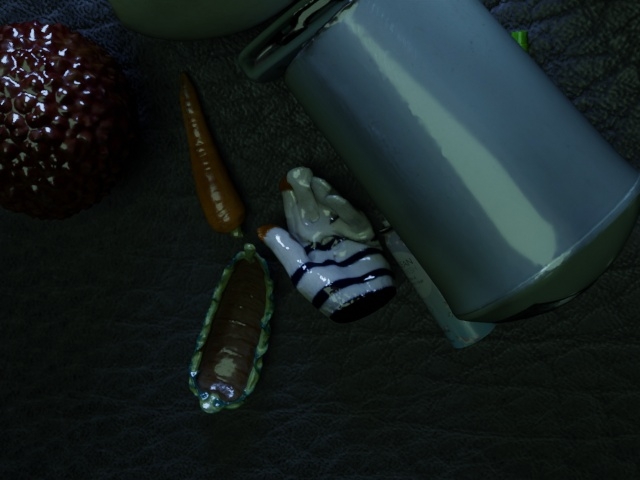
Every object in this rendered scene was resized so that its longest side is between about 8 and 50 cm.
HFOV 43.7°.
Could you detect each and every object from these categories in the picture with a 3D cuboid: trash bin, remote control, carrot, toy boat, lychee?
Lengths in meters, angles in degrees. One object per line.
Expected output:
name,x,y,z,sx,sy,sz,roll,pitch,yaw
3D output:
trash bin,0.182,-0.107,0.980,0.280,0.280,0.432,-40,90,17
remote control,0.022,-0.303,1.032,0.296,0.140,0.056,-35,90,16
carrot,-0.168,-0.119,1.159,0.061,0.061,0.257,-18,96,15
toy boat,-0.121,0.120,1.186,0.108,0.099,0.293,19,113,7
lychee,-0.374,-0.159,1.100,0.264,0.300,0.264,-12,62,23

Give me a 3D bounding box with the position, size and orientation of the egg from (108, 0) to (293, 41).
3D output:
egg,-0.127,-0.397,0.969,0.336,0.278,0.278,-20,98,13

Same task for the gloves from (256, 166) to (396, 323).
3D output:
gloves,0.010,0.001,1.128,0.140,0.131,0.219,-37,63,19

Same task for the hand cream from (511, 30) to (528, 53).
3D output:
hand cream,0.265,-0.216,1.063,0.036,0.023,0.122,6,106,31

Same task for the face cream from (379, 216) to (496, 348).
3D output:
face cream,0.157,0.039,1.119,0.075,0.075,0.229,-33,94,17
